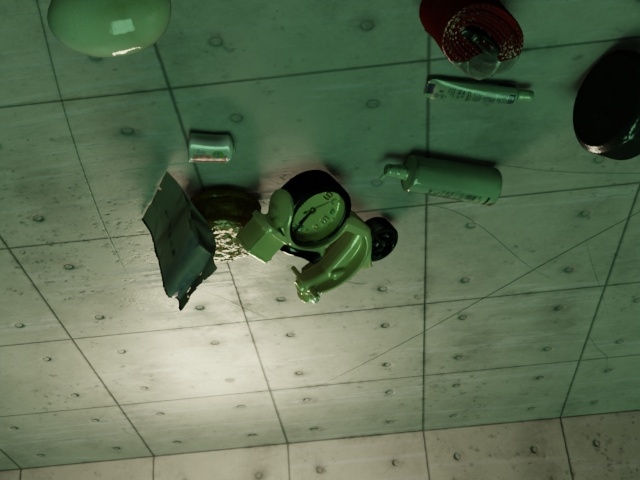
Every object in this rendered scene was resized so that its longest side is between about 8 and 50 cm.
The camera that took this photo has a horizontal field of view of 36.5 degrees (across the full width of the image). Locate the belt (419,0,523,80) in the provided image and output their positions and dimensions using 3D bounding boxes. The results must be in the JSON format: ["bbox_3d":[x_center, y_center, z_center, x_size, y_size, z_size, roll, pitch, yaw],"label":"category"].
[{"bbox_3d":[0.260,-0.376,1.688,0.128,0.124,0.201,-44,139,20],"label":"belt"}]

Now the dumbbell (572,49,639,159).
[{"bbox_3d":[0.678,-0.233,1.895,0.322,0.204,0.204,13,144,-25],"label":"dumbbell"}]

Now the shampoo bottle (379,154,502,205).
[{"bbox_3d":[0.263,-0.135,2.110,0.262,0.085,0.085,8,146,-18],"label":"shampoo bottle"}]

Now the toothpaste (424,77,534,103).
[{"bbox_3d":[0.314,-0.293,1.909,0.216,0.037,0.062,3,148,-5],"label":"toothpaste"}]

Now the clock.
[{"bbox_3d":[0.000,0.000,2.205,0.276,0.120,0.379,-45,137,5],"label":"clock"}]

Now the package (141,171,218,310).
[{"bbox_3d":[-0.308,0.003,2.128,0.062,0.251,0.204,-10,155,-38],"label":"package"}]

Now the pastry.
[{"bbox_3d":[-0.221,-0.033,2.194,0.188,0.103,0.189,-3,149,-2],"label":"pastry"}]

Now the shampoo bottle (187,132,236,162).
[{"bbox_3d":[-0.223,-0.189,1.999,0.099,0.043,0.072,2,148,-10],"label":"shampoo bottle"}]

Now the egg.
[{"bbox_3d":[-0.346,-0.374,1.583,0.209,0.151,0.151,-7,149,15],"label":"egg"}]
